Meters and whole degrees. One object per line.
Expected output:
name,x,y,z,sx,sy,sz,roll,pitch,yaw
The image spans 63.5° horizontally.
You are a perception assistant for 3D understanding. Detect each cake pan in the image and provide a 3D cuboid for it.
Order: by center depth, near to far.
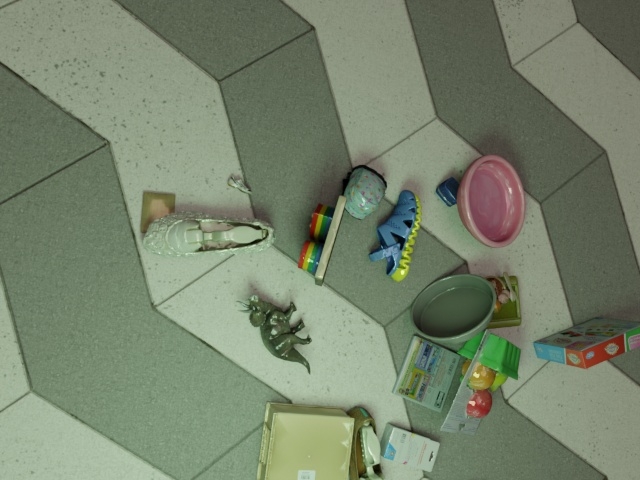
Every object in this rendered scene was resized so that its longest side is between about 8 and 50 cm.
cake pan,0.445,0.231,1.722,0.293,0.293,0.054,-41,120,-15

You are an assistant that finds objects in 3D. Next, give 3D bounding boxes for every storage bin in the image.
storage bin,-0.047,0.658,1.615,0.263,0.123,0.260,9,83,-15

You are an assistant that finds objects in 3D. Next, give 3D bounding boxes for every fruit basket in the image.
fruit basket,0.525,0.479,1.740,0.327,0.165,0.352,30,89,-50

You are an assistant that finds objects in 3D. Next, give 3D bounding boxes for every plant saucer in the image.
plant saucer,0.602,-0.137,1.852,0.332,0.084,0.331,3,85,-35
plant saucer,0.656,0.227,1.890,0.188,0.045,0.188,-3,85,-16

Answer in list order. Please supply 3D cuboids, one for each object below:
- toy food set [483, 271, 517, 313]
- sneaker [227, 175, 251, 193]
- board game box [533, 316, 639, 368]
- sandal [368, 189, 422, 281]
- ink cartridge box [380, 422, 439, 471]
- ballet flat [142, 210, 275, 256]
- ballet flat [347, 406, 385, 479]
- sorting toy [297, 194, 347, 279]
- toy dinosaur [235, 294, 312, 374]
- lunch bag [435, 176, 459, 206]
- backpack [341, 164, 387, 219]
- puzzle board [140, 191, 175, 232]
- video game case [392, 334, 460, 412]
toy food set,0.615,0.190,1.837,0.192,0.038,0.132,-20,91,-16
sneaker,-0.258,-0.181,1.679,0.083,0.032,0.036,26,79,-12
board game box,0.981,0.362,1.868,0.317,0.242,0.064,-16,91,-16
sandal,0.254,-0.026,1.765,0.138,0.126,0.317,16,80,-10
ink cartridge box,0.297,0.696,1.738,0.181,0.061,0.104,23,80,-12
ballet flat,-0.332,-0.022,1.586,0.409,0.147,0.146,-3,86,-17
ballet flat,0.156,0.715,1.663,0.116,0.124,0.342,-3,86,-24
sorting toy,0.000,0.000,1.628,0.090,0.255,0.256,17,80,2
toy dinosaur,-0.129,0.291,1.646,0.160,0.121,0.313,-27,97,-4
lunch bag,0.469,-0.170,1.865,0.098,0.065,0.067,50,59,-5
backpack,0.143,-0.160,1.721,0.152,0.115,0.182,32,48,-6
puzzle board,-0.506,-0.083,1.612,0.097,0.011,0.128,4,84,-16
video game case,0.370,0.464,1.800,0.194,0.023,0.212,25,80,-12
